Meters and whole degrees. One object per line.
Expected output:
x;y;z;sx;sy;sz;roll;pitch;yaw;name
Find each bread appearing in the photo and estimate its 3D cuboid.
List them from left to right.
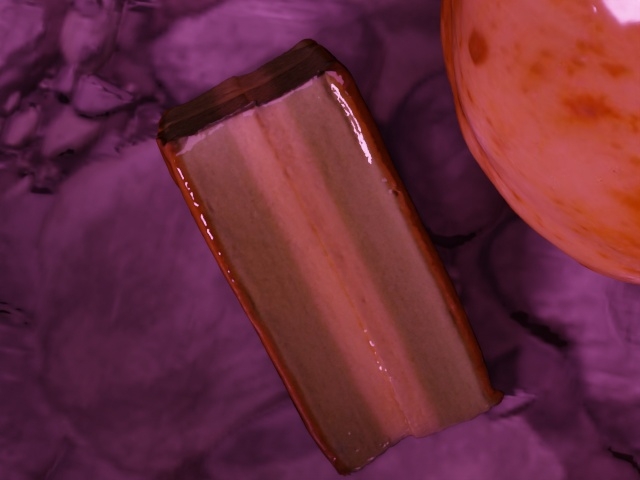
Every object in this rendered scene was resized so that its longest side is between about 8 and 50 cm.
0.002;0.004;0.551;0.074;0.084;0.139;-28;105;1;bread

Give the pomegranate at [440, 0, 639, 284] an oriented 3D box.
0.131;-0.105;0.453;0.248;0.248;0.248;-2;76;8;pomegranate
